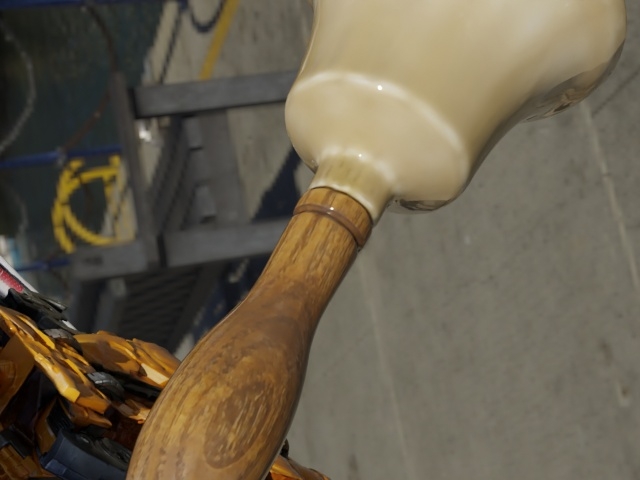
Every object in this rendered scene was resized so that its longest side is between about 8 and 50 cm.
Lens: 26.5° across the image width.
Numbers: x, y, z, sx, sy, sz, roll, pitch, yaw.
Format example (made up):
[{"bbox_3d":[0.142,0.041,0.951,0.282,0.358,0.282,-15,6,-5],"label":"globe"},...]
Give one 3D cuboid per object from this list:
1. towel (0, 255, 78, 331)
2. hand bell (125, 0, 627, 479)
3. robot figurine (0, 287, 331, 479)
[{"bbox_3d":[-0.368,0.184,1.322,0.237,0.329,0.037,49,-172,-27],"label":"towel"},{"bbox_3d":[0.000,0.000,0.431,0.242,0.126,0.126,-61,-3,-31],"label":"hand bell"},{"bbox_3d":[-0.107,0.115,0.768,0.211,0.291,0.085,37,95,37],"label":"robot figurine"}]
